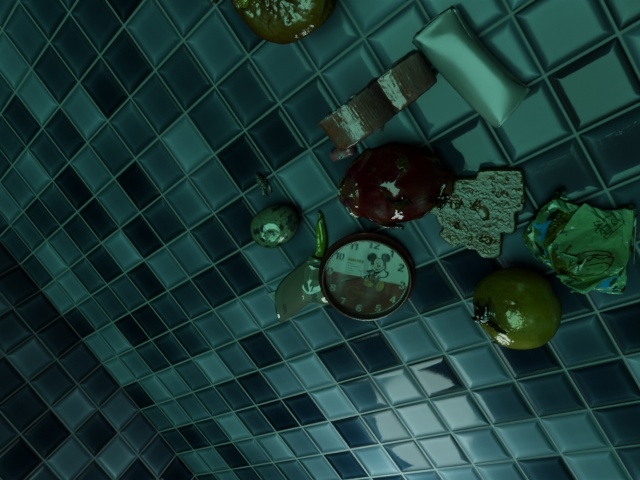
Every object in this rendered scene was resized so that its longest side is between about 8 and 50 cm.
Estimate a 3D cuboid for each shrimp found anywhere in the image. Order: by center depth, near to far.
[{"bbox_3d":[-0.192,-0.189,1.669,0.038,0.029,0.093,-13,116,23],"label":"shrimp"}]

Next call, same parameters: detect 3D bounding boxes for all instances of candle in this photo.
[{"bbox_3d":[0.134,-0.343,1.286,0.132,0.316,0.287,54,168,-13],"label":"candle"}]

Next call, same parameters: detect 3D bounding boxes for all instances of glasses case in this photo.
[{"bbox_3d":[0.373,-0.428,1.215,0.308,0.083,0.128,46,121,-3],"label":"glasses case"}]

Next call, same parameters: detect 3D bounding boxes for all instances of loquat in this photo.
[{"bbox_3d":[0.542,0.190,1.385,0.243,0.244,0.244,12,122,20],"label":"loquat"}]

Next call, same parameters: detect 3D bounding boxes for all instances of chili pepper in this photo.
[{"bbox_3d":[0.001,0.000,1.670,0.043,0.049,0.208,2,120,-12],"label":"chili pepper"}]

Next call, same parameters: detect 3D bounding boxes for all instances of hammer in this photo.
[{"bbox_3d":[0.065,-0.265,1.485,0.083,0.043,0.043,-13,110,33],"label":"hammer"}]

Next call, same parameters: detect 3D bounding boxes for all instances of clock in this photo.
[{"bbox_3d":[0.150,0.119,1.610,0.318,0.080,0.319,2,113,6],"label":"clock"}]

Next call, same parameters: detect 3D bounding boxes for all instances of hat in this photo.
[{"bbox_3d":[-0.031,0.192,1.681,0.149,0.245,0.214,17,140,26],"label":"hat"}]

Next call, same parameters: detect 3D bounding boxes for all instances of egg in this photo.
[{"bbox_3d":[-0.152,-0.048,1.657,0.181,0.141,0.141,-26,104,26],"label":"egg"}]

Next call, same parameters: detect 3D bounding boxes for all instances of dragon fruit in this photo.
[{"bbox_3d":[0.202,-0.155,1.361,0.314,0.250,0.251,22,125,23],"label":"dragon fruit"}]

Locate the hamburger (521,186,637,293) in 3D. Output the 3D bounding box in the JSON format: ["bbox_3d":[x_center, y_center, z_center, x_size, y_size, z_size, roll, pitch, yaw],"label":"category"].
[{"bbox_3d":[0.668,0.019,1.276,0.275,0.150,0.261,16,122,19],"label":"hamburger"}]

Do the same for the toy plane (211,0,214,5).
[{"bbox_3d":[-0.331,-0.752,1.395,0.194,0.077,0.126,40,119,13],"label":"toy plane"}]

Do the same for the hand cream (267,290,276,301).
[{"bbox_3d":[-0.111,0.194,1.843,0.216,0.038,0.053,-25,80,41],"label":"hand cream"}]

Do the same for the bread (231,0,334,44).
[{"bbox_3d":[-0.095,-0.668,1.263,0.311,0.172,0.313,11,117,23],"label":"bread"}]

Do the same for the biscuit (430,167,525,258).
[{"bbox_3d":[0.458,-0.090,1.385,0.278,0.043,0.301,45,126,0],"label":"biscuit"}]
